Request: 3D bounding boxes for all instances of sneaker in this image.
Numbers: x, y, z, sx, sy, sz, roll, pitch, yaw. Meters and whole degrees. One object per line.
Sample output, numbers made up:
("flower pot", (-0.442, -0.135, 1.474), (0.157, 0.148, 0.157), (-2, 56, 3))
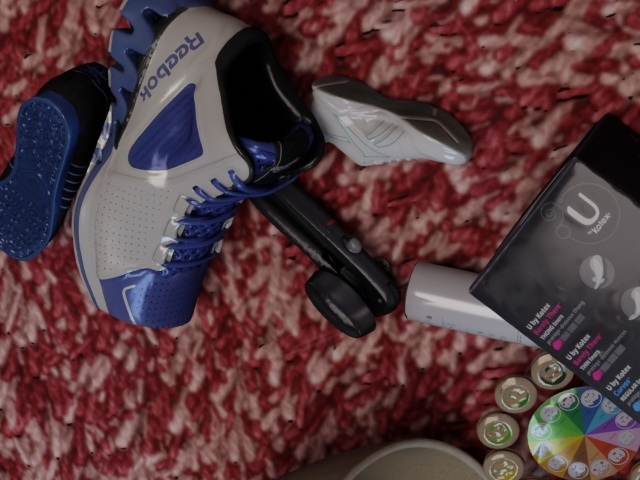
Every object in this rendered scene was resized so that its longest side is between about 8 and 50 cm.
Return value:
("sneaker", (-0.102, -0.056, 1.139), (0.182, 0.127, 0.316), (25, 115, 36))
("sneaker", (0.060, -0.091, 1.143), (0.152, 0.053, 0.061), (22, 122, 19))
("sneaker", (-0.249, -0.071, 1.250), (0.081, 0.090, 0.232), (40, 137, 4))

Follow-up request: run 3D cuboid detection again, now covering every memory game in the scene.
("memory game", (0.227, 0.171, 1.149), (0.186, 0.012, 0.186), (1, 116, 3))

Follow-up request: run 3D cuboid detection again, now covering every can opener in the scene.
("can opener", (0.000, 0.000, 1.187), (0.186, 0.073, 0.059), (51, 124, 9))

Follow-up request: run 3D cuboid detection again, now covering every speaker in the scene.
("speaker", (0.145, 0.057, 1.151), (0.136, 0.055, 0.055), (12, 110, 17))

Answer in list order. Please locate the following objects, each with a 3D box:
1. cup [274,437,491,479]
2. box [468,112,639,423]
("cup", (0.002, 0.340, 1.177), (0.237, 0.331, 0.331), (-7, 105, 43))
("box", (0.277, 0.047, 1.037), (0.270, 0.165, 0.143), (37, 116, 6))
